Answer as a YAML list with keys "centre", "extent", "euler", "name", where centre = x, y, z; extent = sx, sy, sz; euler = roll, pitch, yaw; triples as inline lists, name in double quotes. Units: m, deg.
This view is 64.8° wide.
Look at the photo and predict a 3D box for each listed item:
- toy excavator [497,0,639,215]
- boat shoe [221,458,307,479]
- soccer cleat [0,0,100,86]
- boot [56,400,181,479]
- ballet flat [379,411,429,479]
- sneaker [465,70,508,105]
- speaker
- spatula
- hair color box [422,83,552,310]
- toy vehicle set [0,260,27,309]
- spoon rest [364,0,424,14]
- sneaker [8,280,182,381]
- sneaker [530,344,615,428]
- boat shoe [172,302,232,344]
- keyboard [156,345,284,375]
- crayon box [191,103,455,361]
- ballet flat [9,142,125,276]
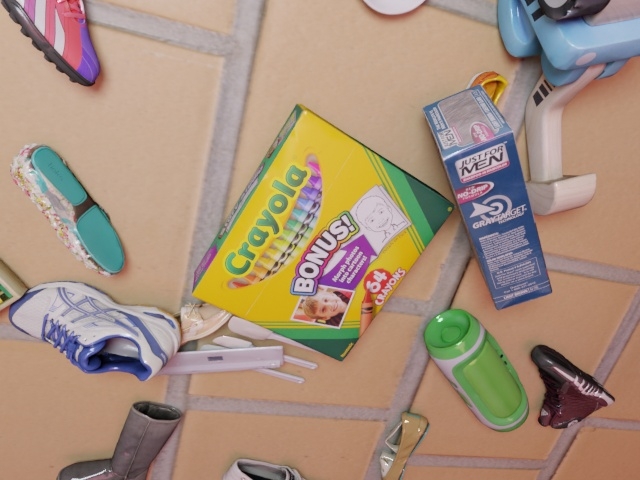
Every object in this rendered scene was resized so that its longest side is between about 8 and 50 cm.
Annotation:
- centre: [0.396, -0.301, 0.800]
  extent: [0.223, 0.445, 0.432]
  euler: [-14, 74, -5]
  name: "toy excavator"
- centre: [-0.085, 0.549, 1.127]
  extent: [0.268, 0.096, 0.088]
  euler: [24, 111, -12]
  name: "boat shoe"
- centre: [-0.371, -0.362, 0.656]
  extent: [0.117, 0.108, 0.318]
  euler: [-29, 114, -3]
  name: "soccer cleat"
- centre: [-0.400, 0.413, 1.005]
  extent: [0.190, 0.076, 0.208]
  euler: [13, 117, -32]
  name: "boot"
- centre: [0.179, 0.495, 1.180]
  extent: [0.073, 0.080, 0.232]
  euler: [23, 106, 9]
  name: "ballet flat"
- centre: [0.260, -0.210, 0.879]
  extent: [0.064, 0.067, 0.175]
  euler: [14, 111, -19]
  name: "sneaker"
- centre: [0.338, 0.282, 1.080]
  extent: [0.131, 0.131, 0.296]
  euler: [-36, 116, 5]
  name: "speaker"
- centre: [-0.101, 0.221, 0.988]
  extent: [0.242, 0.019, 0.168]
  euler: [23, 128, -27]
  name: "spatula"
- centre: [0.286, -0.063, 0.852]
  extent: [0.105, 0.173, 0.347]
  euler: [-21, 127, 14]
  name: "hair color box"
- centre: [-0.630, 0.029, 0.796]
  extent: [0.166, 0.035, 0.266]
  euler: [-33, 112, 3]
  name: "toy vehicle set"
- centre: [0.098, -0.471, 0.719]
  extent: [0.137, 0.084, 0.276]
  euler: [-16, 115, -5]
  name: "spoon rest"
- centre: [-0.389, 0.151, 0.839]
  extent: [0.297, 0.131, 0.111]
  euler: [10, 112, 1]
  name: "sneaker"
- centre: [0.550, 0.363, 1.175]
  extent: [0.281, 0.106, 0.162]
  euler: [33, 106, -24]
  name: "sneaker"
- centre: [-0.241, 0.147, 0.928]
  extent: [0.170, 0.063, 0.059]
  euler: [-28, 122, 2]
  name: "boat shoe"
- centre: [-0.199, 0.228, 0.961]
  extent: [0.256, 0.014, 0.072]
  euler: [-3, 134, -4]
  name: "keyboard"
- centre: [0.000, 0.000, 0.891]
  extent: [0.313, 0.106, 0.362]
  euler: [28, 105, -22]
  name: "crayon box"
- centre: [-0.404, -0.043, 0.811]
  extent: [0.077, 0.091, 0.240]
  euler: [-12, 115, 27]
  name: "ballet flat"
